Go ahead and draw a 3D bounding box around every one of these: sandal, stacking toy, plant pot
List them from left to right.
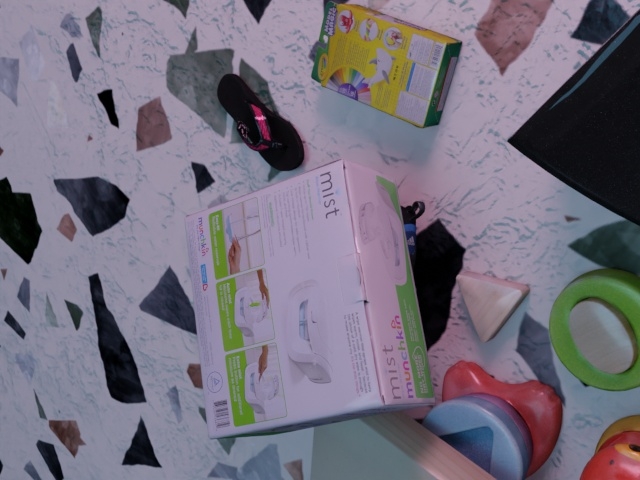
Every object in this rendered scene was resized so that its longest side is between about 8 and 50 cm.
[{"bbox_3d":[-0.091,-0.156,1.169,0.179,0.040,0.067,47,125,21],"label":"sandal"},{"bbox_3d":[0.237,0.177,0.929,0.308,0.130,0.280,1,102,38],"label":"stacking toy"},{"bbox_3d":[0.311,-0.114,0.775,0.167,0.187,0.188,48,126,5],"label":"plant pot"}]

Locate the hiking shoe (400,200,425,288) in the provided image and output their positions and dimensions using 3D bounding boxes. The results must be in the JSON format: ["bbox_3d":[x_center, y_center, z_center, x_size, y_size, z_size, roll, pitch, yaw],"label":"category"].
[{"bbox_3d":[0.000,0.000,1.110,0.303,0.113,0.132,10,87,35],"label":"hiking shoe"}]

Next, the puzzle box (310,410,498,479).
[{"bbox_3d":[0.094,0.386,1.070,0.272,0.052,0.409,32,134,33],"label":"puzzle box"}]

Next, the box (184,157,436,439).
[{"bbox_3d":[-0.018,0.072,0.963,0.231,0.126,0.262,-18,72,30],"label":"box"}]

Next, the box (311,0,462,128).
[{"bbox_3d":[0.071,-0.212,1.026,0.179,0.043,0.105,28,117,28],"label":"box"}]
